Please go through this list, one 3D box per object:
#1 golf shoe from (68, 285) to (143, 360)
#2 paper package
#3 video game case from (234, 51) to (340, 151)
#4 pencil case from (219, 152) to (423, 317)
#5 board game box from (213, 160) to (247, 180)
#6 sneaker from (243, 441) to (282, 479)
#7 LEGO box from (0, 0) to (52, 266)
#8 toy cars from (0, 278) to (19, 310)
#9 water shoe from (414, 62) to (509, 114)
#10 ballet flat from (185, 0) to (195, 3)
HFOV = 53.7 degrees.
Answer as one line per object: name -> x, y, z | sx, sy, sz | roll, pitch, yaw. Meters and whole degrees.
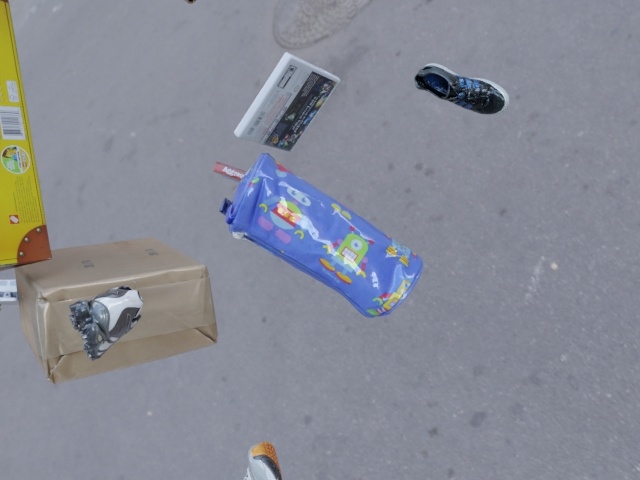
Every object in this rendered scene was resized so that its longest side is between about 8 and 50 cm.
golf shoe -> -0.283, 0.109, 0.853 | 0.094, 0.077, 0.198 | -27, 1, -25
paper package -> -0.398, 0.114, 1.204 | 0.325, 0.309, 0.168 | 15, 110, 55
video game case -> -0.065, -0.272, 1.276 | 0.022, 0.173, 0.190 | 48, 113, 28
pencil case -> 0.000, 0.000, 0.935 | 0.133, 0.306, 0.119 | -60, 8, -15
board game box -> -0.093, -0.115, 1.435 | 0.145, 0.281, 0.027 | 30, -100, -86
sneaker -> -0.127, 0.493, 1.211 | 0.121, 0.262, 0.099 | -10, 35, -7
LEGO box -> -0.681, -0.173, 1.091 | 0.372, 0.193, 0.500 | -11, 88, 38
toy cars -> -0.959, 0.155, 1.817 | 0.393, 0.176, 0.087 | -10, 76, 27
water shoe -> 0.293, -0.309, 1.335 | 0.203, 0.073, 0.080 | 25, 40, 19
ballet flat -> -0.220, -0.506, 1.208 | 0.206, 0.067, 0.073 | 5, 58, 57
